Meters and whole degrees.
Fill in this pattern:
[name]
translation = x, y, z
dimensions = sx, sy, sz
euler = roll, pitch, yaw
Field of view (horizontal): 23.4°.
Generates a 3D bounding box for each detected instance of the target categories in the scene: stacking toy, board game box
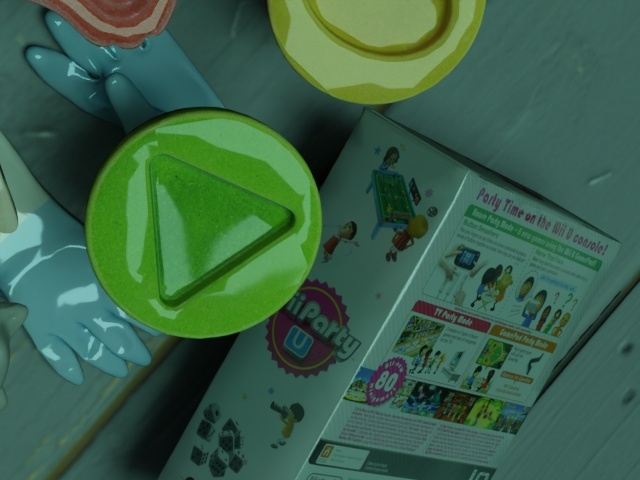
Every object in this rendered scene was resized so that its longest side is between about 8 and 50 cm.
[stacking toy]
translation = -0.097, -0.113, 0.867
dimensions = 0.309, 0.130, 0.279
euler = 21, 103, -17
[board game box]
translation = 0.046, 0.091, 1.015
dimensions = 0.224, 0.097, 0.303
euler = 20, 102, -54

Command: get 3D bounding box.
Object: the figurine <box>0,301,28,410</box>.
[figurine]
translation = -0.274, 0.114, 0.860
dimensions = 0.209, 0.092, 0.214
euler = 13, 102, -42

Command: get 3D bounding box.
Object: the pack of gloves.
[pack of gloves]
translation = -0.127, -0.023, 0.936
dimensions = 0.195, 0.046, 0.232
euler = -45, 125, -8
